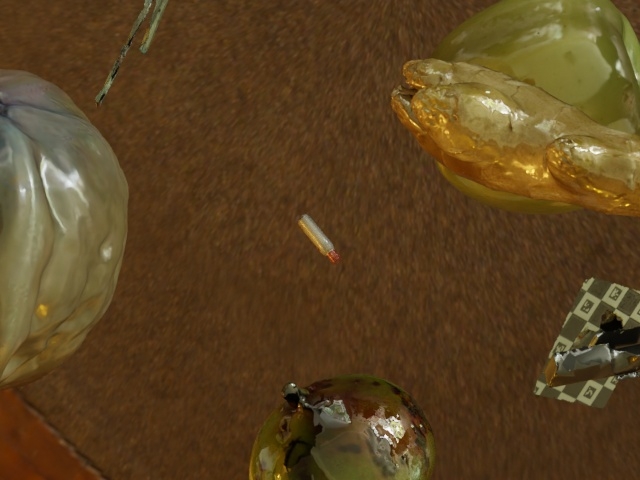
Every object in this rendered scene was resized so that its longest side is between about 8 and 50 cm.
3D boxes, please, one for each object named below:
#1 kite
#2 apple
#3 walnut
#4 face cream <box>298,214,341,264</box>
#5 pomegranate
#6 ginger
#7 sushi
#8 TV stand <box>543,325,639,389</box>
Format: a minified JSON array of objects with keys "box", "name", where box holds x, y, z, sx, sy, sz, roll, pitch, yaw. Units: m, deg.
[{"box":[-0.155,-0.270,1.155,0.011,0.335,0.314,25,71,-4],"name":"kite"},{"box":[0.321,-0.199,1.726,0.357,0.357,0.357,1,104,4],"name":"apple"},{"box":[-0.252,-0.004,0.784,0.248,0.248,0.248,1,104,4],"name":"walnut"},{"box":[0.000,0.000,1.639,0.021,0.040,0.083,-39,64,-2],"name":"face cream"},{"box":[0.043,0.201,0.948,0.220,0.156,0.156,39,103,1],"name":"pomegranate"},{"box":[0.230,-0.132,1.301,0.236,0.375,0.166,41,68,-35],"name":"ginger"},{"box":[0.431,0.158,1.869,0.192,0.040,0.210,16,104,-35],"name":"sushi"},{"box":[0.343,0.113,1.208,0.249,0.042,0.036,-7,144,-20],"name":"TV stand"}]
